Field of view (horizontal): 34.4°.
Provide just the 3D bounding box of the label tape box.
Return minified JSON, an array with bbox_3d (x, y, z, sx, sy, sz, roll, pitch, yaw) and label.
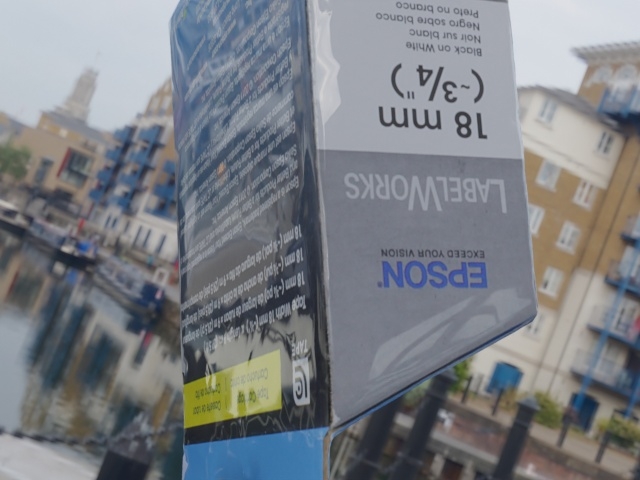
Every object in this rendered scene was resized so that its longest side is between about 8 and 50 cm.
[{"bbox_3d":[0.000,0.000,0.524,0.105,0.334,0.240,1,-12,-21],"label":"label tape box"}]
